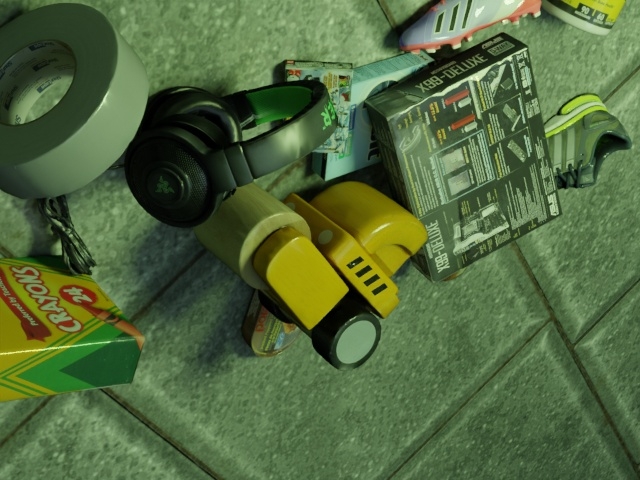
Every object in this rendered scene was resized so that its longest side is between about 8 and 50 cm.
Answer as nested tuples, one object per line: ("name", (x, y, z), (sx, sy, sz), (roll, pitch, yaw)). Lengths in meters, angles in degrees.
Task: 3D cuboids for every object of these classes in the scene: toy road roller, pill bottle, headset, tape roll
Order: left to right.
("tape roll", (-0.302, -0.156, 1.468), (0.219, 0.219, 0.072), (-44, 143, -4))
("headset", (-0.162, -0.084, 1.662), (0.394, 0.243, 0.185), (-16, 111, 6))
("toy road roller", (0.000, 0.000, 1.880), (0.240, 0.202, 0.329), (-48, 134, -6))
("pill bottle", (0.430, -0.428, 2.011), (0.119, 0.119, 0.209), (1, 121, -44))

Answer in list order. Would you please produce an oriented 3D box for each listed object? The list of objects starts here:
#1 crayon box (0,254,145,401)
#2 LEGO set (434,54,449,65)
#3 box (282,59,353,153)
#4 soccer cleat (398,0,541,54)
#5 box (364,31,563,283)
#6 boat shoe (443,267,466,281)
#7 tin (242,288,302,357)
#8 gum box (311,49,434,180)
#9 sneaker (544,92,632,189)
("crayon box", (-0.401, 0.108, 1.617), (0.318, 0.202, 0.081), (-5, 125, -42))
("LEGO set", (0.187, -0.274, 1.996), (0.054, 0.023, 0.083), (5, 105, -48))
("box", (-0.005, -0.185, 1.841), (0.093, 0.027, 0.137), (3, 128, -2))
("soccer cleat", (0.213, -0.340, 1.929), (0.248, 0.083, 0.095), (-22, 104, -21))
("box", (0.219, -0.119, 1.968), (0.242, 0.076, 0.307), (-28, 125, -12))
("boat shoe", (0.190, -0.087, 2.091), (0.119, 0.122, 0.324), (-11, 121, -31))
("tin", (-0.062, 0.096, 2.064), (0.106, 0.040, 0.190), (-7, 127, -45))
("gum box", (0.076, -0.185, 1.946), (0.184, 0.041, 0.157), (-20, 134, -29))
("sneaker", (0.396, -0.125, 2.236), (0.300, 0.121, 0.111), (-41, 141, -8))
